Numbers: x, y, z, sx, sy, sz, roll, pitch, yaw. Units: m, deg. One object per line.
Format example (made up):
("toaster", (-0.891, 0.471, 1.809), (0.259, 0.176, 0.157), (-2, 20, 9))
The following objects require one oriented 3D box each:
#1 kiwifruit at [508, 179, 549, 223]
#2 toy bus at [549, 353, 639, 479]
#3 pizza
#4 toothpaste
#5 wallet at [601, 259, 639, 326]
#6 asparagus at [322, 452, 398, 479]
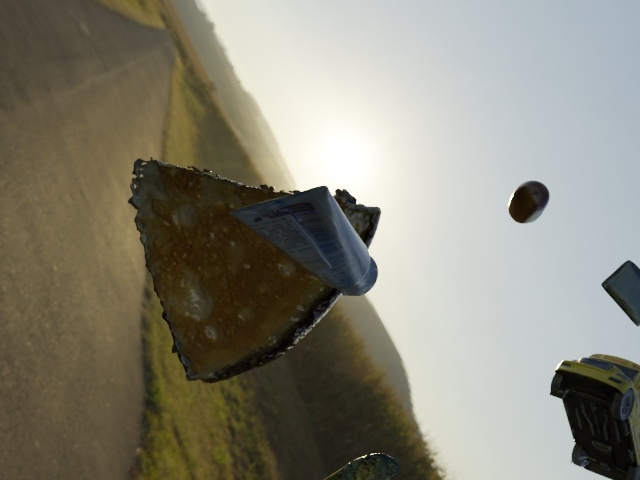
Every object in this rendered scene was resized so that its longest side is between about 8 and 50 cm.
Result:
("kiwifruit", (0.413, -0.076, 1.554), (0.075, 0.075, 0.124), (62, -6, 15))
("toy bus", (0.570, 0.339, 1.538), (0.144, 0.152, 0.330), (14, -40, 43))
("pizza", (-0.138, 0.076, 1.373), (0.080, 0.434, 0.392), (-46, 147, -77))
("toothpaste", (0.000, 0.000, 0.961), (0.299, 0.113, 0.073), (44, 36, -63))
("wallet", (0.680, 0.113, 1.703), (0.129, 0.088, 0.026), (47, 2, -9))
("asparagus", (0.031, 0.678, 2.071), (0.128, 0.381, 0.108), (54, 4, -41))
